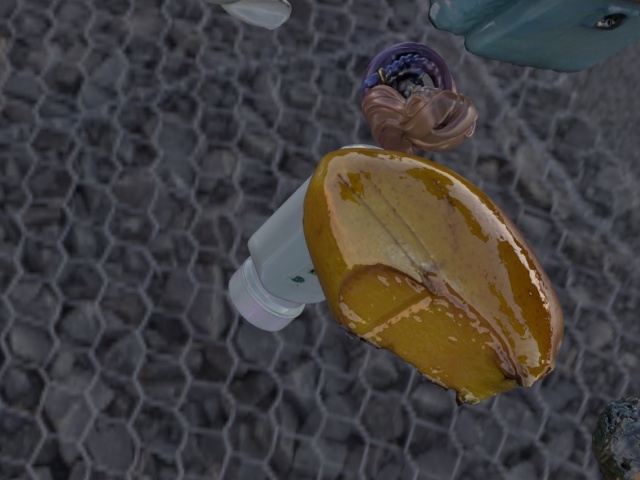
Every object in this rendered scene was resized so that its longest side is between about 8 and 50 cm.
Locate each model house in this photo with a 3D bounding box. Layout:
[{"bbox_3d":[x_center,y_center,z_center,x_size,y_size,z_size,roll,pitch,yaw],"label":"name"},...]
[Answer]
[{"bbox_3d":[0.317,-0.345,1.597,0.294,0.329,0.252,2,78,-41],"label":"model house"}]

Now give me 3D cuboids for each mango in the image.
[{"bbox_3d":[0.086,0.025,1.215,0.252,0.154,0.126,46,13,8],"label":"mango"}]

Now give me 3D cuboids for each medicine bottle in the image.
[{"bbox_3d":[0.000,0.000,2.037,0.161,0.296,0.111,13,47,-42],"label":"medicine bottle"}]

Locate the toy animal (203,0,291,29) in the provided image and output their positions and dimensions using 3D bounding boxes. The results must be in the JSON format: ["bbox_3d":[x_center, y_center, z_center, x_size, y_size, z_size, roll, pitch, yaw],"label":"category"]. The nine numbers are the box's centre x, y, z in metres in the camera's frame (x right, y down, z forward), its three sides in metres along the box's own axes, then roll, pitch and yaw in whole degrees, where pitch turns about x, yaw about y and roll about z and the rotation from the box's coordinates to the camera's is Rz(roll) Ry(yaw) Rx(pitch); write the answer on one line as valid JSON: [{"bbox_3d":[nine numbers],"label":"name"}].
[{"bbox_3d":[-0.079,-0.366,1.857,0.178,0.193,0.128,11,48,-39],"label":"toy animal"}]

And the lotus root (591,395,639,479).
[{"bbox_3d":[0.216,0.177,0.836,0.120,0.120,0.209,-39,101,-33],"label":"lotus root"}]

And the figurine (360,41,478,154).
[{"bbox_3d":[0.108,-0.135,1.632,0.126,0.114,0.157,31,20,-35],"label":"figurine"}]
